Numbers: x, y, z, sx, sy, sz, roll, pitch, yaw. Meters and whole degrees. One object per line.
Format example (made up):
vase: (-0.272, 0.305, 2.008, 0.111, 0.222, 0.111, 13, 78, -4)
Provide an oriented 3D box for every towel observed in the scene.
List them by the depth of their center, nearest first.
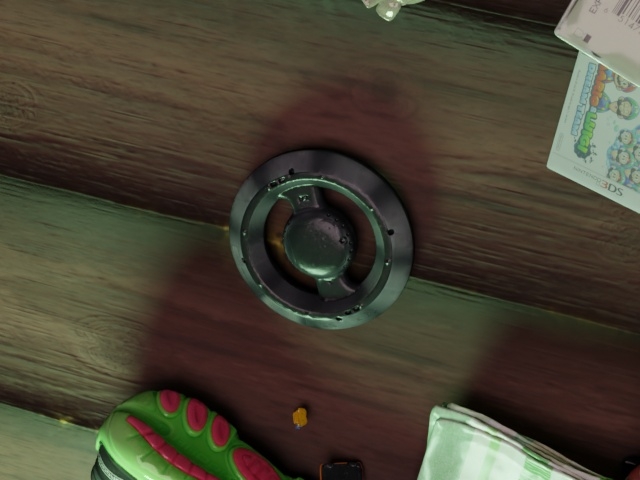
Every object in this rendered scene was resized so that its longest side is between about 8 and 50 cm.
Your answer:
towel: (0.258, 0.347, 1.708, 0.325, 0.038, 0.248, 25, 127, 20)

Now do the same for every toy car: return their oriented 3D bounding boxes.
toy car: (0.009, 0.263, 1.822, 0.122, 0.060, 0.040, 69, 158, 5)

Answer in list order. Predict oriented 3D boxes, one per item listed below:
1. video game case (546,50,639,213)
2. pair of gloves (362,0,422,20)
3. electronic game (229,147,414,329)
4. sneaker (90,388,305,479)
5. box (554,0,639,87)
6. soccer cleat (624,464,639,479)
video game case: (0.321, -0.123, 1.543, 0.143, 0.019, 0.157, 32, 120, 37)
pair of gloves: (0.069, -0.375, 1.556, 0.240, 0.042, 0.204, 46, 119, 0)
electronic game: (0.000, 0.000, 1.710, 0.229, 0.048, 0.229, 6, 113, 15)
sneaker: (-0.096, 0.392, 1.840, 0.483, 0.185, 0.202, 45, 134, 2)
box: (0.337, -0.238, 1.412, 0.149, 0.232, 0.127, 32, 115, 4)
soccer cleat: (0.488, 0.365, 1.667, 0.318, 0.108, 0.116, 35, 132, 4)
